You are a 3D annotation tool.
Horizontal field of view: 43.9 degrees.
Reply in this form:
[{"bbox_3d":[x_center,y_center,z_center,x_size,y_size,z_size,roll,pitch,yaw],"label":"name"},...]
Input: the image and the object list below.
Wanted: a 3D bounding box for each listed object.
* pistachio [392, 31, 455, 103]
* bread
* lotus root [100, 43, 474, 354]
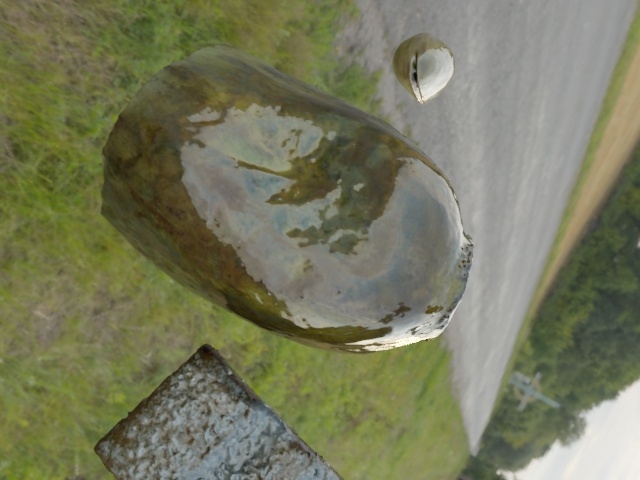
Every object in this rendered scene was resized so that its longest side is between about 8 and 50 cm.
[{"bbox_3d":[0.179,-0.306,1.406,0.185,0.108,0.126,-12,107,-72],"label":"pistachio"},{"bbox_3d":[-0.030,0.300,0.820,0.165,0.416,0.113,-47,173,-10],"label":"bread"},{"bbox_3d":[-0.022,-0.023,0.779,0.250,0.346,0.250,-61,175,-10],"label":"lotus root"}]
